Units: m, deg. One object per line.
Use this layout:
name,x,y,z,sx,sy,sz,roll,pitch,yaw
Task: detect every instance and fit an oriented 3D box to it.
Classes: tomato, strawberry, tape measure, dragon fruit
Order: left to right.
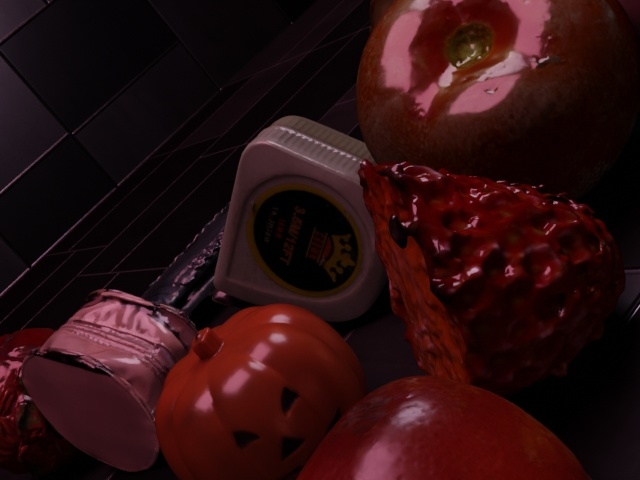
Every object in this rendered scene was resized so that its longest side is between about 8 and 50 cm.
dragon fruit,-0.367,0.205,1.385,0.274,0.193,0.192,2,71,65
tape measure,0.000,0.000,1.150,0.115,0.207,0.235,-53,-17,-54
tomato,0.056,0.165,0.678,0.200,0.139,0.233,-38,16,-32
strawberry,0.135,0.015,0.824,0.178,0.234,0.234,-20,16,-7
tomato,0.178,-0.137,1.035,0.270,0.222,0.270,-13,62,26

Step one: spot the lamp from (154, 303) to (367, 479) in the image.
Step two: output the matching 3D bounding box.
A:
lamp,-0.056,0.140,0.935,0.187,0.164,0.187,-32,20,13

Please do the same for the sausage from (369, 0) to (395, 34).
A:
sausage,0.232,-0.326,1.394,0.287,0.233,0.233,-47,19,-24

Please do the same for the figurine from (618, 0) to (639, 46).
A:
figurine,0.356,-0.253,1.067,0.173,0.173,0.173,-35,18,13

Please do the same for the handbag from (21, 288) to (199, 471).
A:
handbag,-0.227,0.155,1.213,0.205,0.179,0.116,11,40,29

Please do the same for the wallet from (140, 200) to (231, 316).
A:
wallet,-0.139,-0.001,1.598,0.342,0.075,0.237,-50,14,-24
